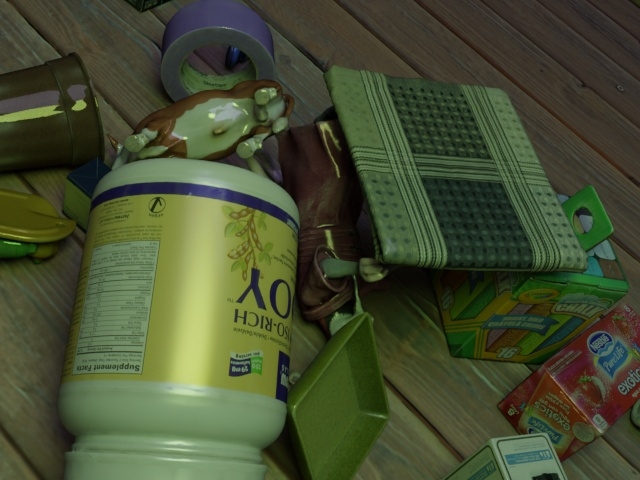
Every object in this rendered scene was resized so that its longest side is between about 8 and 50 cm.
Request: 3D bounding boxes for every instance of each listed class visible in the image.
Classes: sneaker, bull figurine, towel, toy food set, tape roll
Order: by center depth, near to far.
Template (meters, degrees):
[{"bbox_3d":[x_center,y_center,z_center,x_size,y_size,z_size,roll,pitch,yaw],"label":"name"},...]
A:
[{"bbox_3d":[-0.433,-0.016,0.939,0.217,0.071,0.128,13,24,-19],"label":"toy food set"},{"bbox_3d":[0.172,-0.094,0.973,0.312,0.056,0.324,2,55,-23],"label":"towel"},{"bbox_3d":[-0.182,-0.148,1.035,0.310,0.101,0.188,-24,20,0],"label":"bull figurine"},{"bbox_3d":[-0.171,-0.301,1.221,0.189,0.189,0.080,10,49,-19],"label":"tape roll"},{"bbox_3d":[-0.140,-0.375,1.396,0.059,0.053,0.144,27,46,-6],"label":"sneaker"}]

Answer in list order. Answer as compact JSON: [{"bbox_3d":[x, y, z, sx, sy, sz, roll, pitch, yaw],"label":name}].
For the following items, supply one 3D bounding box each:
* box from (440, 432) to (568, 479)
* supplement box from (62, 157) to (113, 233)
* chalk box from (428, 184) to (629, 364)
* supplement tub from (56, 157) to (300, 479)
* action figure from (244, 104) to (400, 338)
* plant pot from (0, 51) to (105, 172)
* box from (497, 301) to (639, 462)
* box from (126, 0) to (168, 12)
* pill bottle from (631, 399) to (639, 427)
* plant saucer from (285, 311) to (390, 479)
[{"bbox_3d":[0.244,0.394,0.845,0.087,0.169,0.290,2,53,-25],"label":"box"},{"bbox_3d":[-0.306,-0.052,1.012,0.083,0.083,0.056,39,47,9],"label":"supplement box"},{"bbox_3d":[0.320,0.038,1.102,0.179,0.289,0.180,8,49,-21],"label":"chalk box"},{"bbox_3d":[-0.150,0.102,0.801,0.241,0.241,0.331,10,70,-19],"label":"supplement tub"},{"bbox_3d":[0.000,0.000,1.051,0.248,0.275,0.370,25,60,-64],"label":"action figure"},{"bbox_3d":[-0.408,-0.168,1.018,0.165,0.167,0.167,-17,61,-28],"label":"plant pot"},{"bbox_3d":[0.408,0.214,1.108,0.257,0.128,0.123,-23,65,-38],"label":"box"},{"bbox_3d":[-0.358,-0.543,1.414,0.180,0.077,0.147,39,46,9],"label":"box"},{"bbox_3d":[0.584,0.299,1.151,0.160,0.087,0.087,36,45,5],"label":"pill bottle"},{"bbox_3d":[0.016,0.212,0.911,0.045,0.188,0.188,8,36,31],"label":"plant saucer"}]
